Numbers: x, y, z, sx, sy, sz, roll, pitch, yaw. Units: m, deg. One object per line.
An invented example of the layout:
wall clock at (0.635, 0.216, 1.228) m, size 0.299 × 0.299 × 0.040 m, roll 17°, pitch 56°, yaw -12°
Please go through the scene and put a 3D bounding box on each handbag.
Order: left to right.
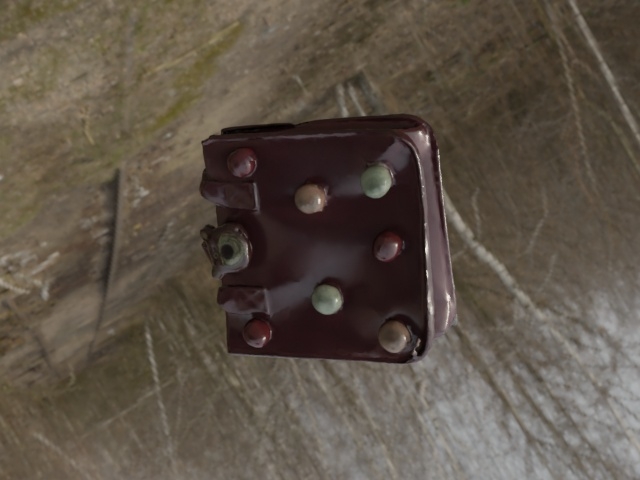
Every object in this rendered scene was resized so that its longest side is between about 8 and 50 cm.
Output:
handbag at (-0.001, 0.001, 0.760) m, size 0.216 × 0.203 × 0.074 m, roll -1°, pitch -167°, yaw 23°
